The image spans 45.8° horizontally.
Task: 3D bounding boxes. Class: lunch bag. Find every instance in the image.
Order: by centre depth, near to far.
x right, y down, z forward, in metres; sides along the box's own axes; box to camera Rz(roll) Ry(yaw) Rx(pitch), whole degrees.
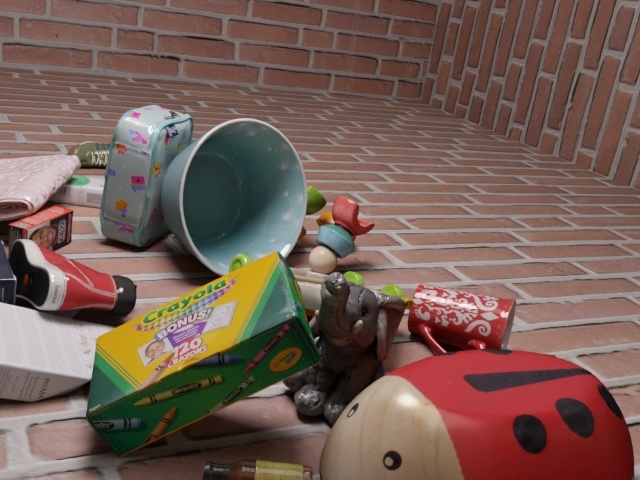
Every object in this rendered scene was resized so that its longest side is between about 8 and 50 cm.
[{"bbox_3d":[-0.346,-0.140,1.562,0.108,0.279,0.224,18,19,10],"label":"lunch bag"}]

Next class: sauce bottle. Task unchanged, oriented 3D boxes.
[{"bbox_3d":[-0.074,0.278,0.891,0.128,0.042,0.042,10,20,-5],"label":"sauce bottle"}]

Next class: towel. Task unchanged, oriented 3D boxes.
[{"bbox_3d":[-0.690,-0.112,1.558,0.317,0.053,0.332,-3,22,0],"label":"towel"}]

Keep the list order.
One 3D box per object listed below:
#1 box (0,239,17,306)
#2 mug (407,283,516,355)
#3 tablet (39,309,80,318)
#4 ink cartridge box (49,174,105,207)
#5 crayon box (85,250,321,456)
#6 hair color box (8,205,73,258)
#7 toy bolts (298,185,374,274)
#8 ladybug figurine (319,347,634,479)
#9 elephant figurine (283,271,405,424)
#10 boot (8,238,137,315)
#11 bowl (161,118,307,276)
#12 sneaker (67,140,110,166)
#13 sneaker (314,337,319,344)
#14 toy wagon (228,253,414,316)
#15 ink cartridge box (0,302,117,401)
[{"bbox_3d":[-0.560,0.070,1.158,0.158,0.093,0.156,-1,23,-30],"label":"box"},{"bbox_3d":[0.240,0.142,1.320,0.169,0.113,0.150,14,18,21],"label":"mug"},{"bbox_3d":[-0.420,0.106,1.254,0.054,0.006,0.083,12,20,6],"label":"tablet"},{"bbox_3d":[-0.553,-0.140,1.801,0.181,0.056,0.224,7,22,-8],"label":"ink cartridge box"},{"bbox_3d":[-0.150,0.138,0.963,0.278,0.081,0.165,-26,29,3],"label":"crayon box"},{"bbox_3d":[-0.527,-0.013,1.435,0.043,0.072,0.141,15,21,13],"label":"hair color box"},{"bbox_3d":[0.000,0.000,1.634,0.228,0.158,0.218,18,-21,49],"label":"toy bolts"},{"bbox_3d":[0.215,0.242,0.951,0.449,0.162,0.305,-2,23,-31],"label":"ladybug figurine"},{"bbox_3d":[0.045,0.126,1.073,0.169,0.239,0.186,2,21,-20],"label":"elephant figurine"},{"bbox_3d":[-0.410,0.066,1.261,0.176,0.088,0.244,11,8,-42],"label":"boot"},{"bbox_3d":[-0.192,-0.086,1.509,0.311,0.311,0.163,-10,13,-43],"label":"bowl"},{"bbox_3d":[-0.567,-0.225,2.005,0.086,0.064,0.192,15,17,29],"label":"sneaker"},{"bbox_3d":[-0.069,0.154,1.213,0.166,0.065,0.076,19,26,27],"label":"sneaker"},{"bbox_3d":[0.017,0.091,1.284,0.267,0.068,0.344,10,4,-36],"label":"toy wagon"},{"bbox_3d":[-0.386,0.164,1.079,0.232,0.066,0.189,23,10,-33],"label":"ink cartridge box"}]
